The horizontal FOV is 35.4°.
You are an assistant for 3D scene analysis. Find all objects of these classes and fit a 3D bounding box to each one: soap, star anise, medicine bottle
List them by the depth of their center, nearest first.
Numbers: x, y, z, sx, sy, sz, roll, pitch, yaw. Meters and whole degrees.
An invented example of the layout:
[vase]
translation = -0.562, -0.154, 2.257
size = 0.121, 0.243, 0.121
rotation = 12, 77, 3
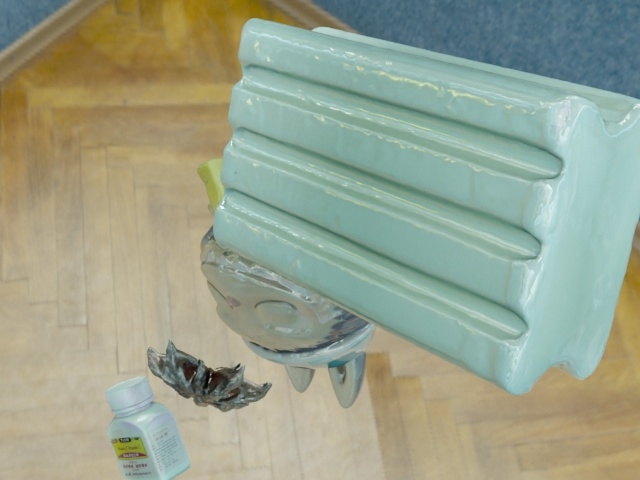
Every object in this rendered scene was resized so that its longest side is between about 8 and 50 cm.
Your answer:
[soap]
translation = 0.052, -0.034, 0.609
size = 0.087, 0.160, 0.265
rotation = -5, 20, -42
[star anise]
translation = -0.123, 0.155, 1.088
size = 0.141, 0.141, 0.042
rotation = 19, 67, -1
[medicine bottle]
translation = -0.206, 0.221, 1.161
size = 0.055, 0.074, 0.118
rotation = -24, 99, -48

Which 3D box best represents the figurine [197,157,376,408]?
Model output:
[figurine]
translation = -0.046, 0.046, 1.407
size = 0.266, 0.378, 0.361
rotation = 7, 32, -2
